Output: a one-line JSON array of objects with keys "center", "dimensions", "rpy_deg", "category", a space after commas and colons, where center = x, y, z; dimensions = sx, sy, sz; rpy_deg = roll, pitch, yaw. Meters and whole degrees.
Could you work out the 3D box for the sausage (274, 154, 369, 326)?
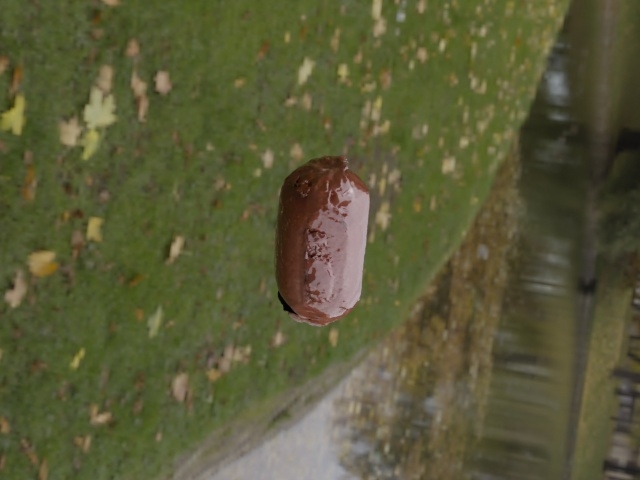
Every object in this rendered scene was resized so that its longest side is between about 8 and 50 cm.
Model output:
[{"center": [0.000, 0.000, 0.850], "dimensions": [0.076, 0.076, 0.141], "rpy_deg": [-61, 162, -52], "category": "sausage"}]
